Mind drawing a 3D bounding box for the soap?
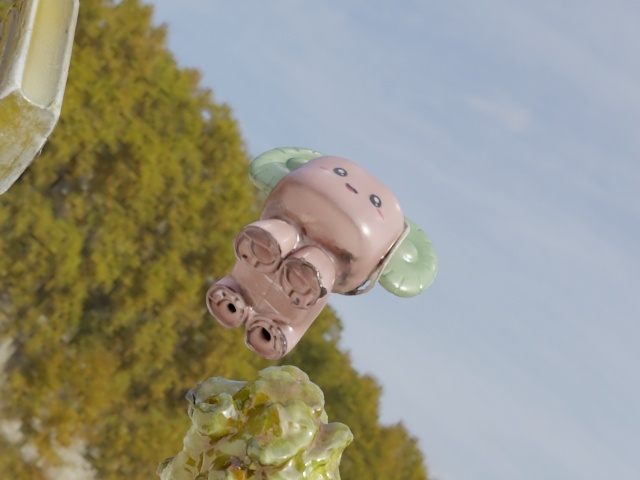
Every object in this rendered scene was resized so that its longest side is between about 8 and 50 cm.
[{"bbox_3d":[-0.396,-0.205,1.725,0.089,0.173,0.274,28,34,-25],"label":"soap"}]

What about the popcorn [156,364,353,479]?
[{"bbox_3d":[-0.080,0.366,2.174,0.290,0.321,0.325,15,-62,61],"label":"popcorn"}]

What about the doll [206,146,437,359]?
[{"bbox_3d":[0.000,0.000,1.705,0.284,0.268,0.216,41,-53,11],"label":"doll"}]
